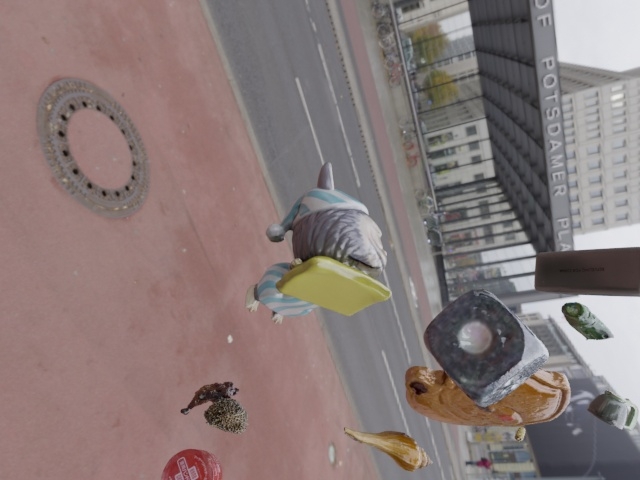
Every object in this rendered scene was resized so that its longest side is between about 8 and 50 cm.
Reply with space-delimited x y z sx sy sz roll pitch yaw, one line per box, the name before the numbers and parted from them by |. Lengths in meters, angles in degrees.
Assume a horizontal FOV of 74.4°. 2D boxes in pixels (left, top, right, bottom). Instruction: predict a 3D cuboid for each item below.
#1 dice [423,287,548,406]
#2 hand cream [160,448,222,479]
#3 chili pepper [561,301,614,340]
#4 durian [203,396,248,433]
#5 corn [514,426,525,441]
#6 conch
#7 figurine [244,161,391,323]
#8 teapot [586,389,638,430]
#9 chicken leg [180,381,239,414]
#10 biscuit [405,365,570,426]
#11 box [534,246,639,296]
dice | 0.341 0.223 0.882 0.183 0.181 0.182 36 14 -51
hand cream | -0.454 0.846 1.499 0.125 0.193 0.192 83 4 -62
chili pepper | 0.823 0.254 1.307 0.224 0.098 0.060 34 67 -29
durian | -0.319 0.589 1.436 0.189 0.149 0.091 11 105 -60
corn | 0.704 0.684 1.487 0.027 0.028 0.083 45 26 24
conch | 0.213 0.617 1.283 0.331 0.093 0.109 33 -8 -13
figurine | 0.000 0.000 1.126 0.266 0.362 0.377 39 44 -38
teapot | 0.849 0.487 1.224 0.124 0.092 0.090 26 92 -30
chicken leg | -0.400 0.565 1.523 0.048 0.219 0.089 96 -19 -74
biscuit | 0.473 0.452 1.220 0.350 0.456 0.078 44 39 -32
box | 0.607 0.072 0.951 0.055 0.244 0.103 13 80 -24
